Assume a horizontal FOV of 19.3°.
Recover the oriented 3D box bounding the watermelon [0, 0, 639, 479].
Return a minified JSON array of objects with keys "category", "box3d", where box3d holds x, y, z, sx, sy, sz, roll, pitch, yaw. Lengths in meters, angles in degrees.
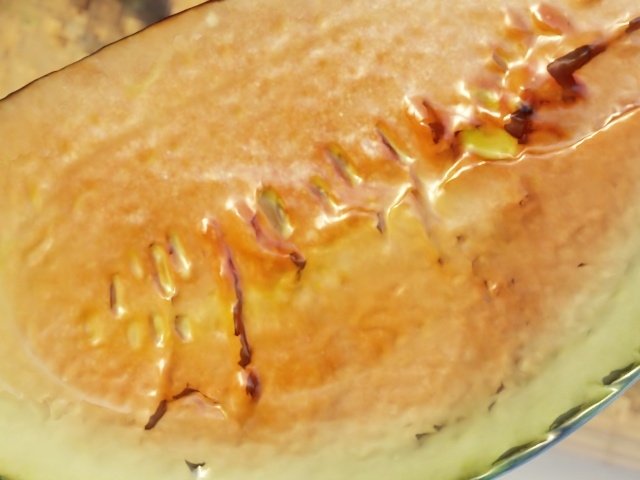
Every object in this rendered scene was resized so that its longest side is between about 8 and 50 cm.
[{"category":"watermelon","box3d":[0.011,0.022,0.540,0.128,0.303,0.159,-119,10,-46]}]
